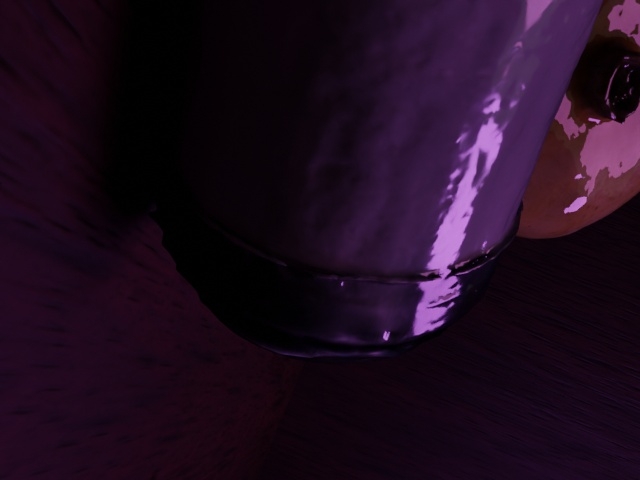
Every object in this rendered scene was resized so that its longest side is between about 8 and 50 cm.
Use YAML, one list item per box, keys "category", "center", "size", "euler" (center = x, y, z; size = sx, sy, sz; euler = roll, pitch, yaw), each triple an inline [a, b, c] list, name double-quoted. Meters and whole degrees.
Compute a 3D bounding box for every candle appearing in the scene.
- category: "candle"
  center: [0.028, -0.108, 0.522]
  size: [0.221, 0.221, 0.342]
  euler: [-62, 168, -49]

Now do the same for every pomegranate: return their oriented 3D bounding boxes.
- category: "pomegranate"
  center: [0.145, -0.163, 0.776]
  size: [0.332, 0.333, 0.332]
  euler: [22, 90, -84]
